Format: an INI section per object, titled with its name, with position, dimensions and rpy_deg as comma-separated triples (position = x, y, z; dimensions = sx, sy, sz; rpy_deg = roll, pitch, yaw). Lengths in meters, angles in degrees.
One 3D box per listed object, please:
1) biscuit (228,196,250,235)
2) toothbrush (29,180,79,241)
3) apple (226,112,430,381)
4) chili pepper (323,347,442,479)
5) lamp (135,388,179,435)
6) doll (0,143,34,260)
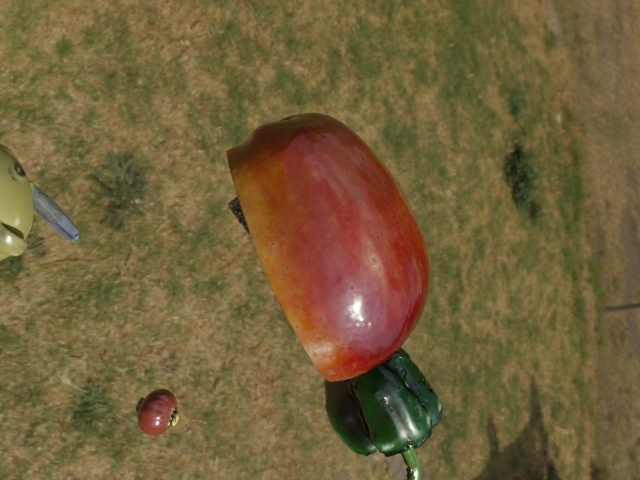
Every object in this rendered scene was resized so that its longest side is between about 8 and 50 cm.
[biscuit]
position = -0.036, -0.091, 1.235
dimensions = 0.237, 0.026, 0.131
rpy_deg = -36, 146, -4
[toothbrush]
position = -0.543, -0.110, 1.285
dimensions = 0.035, 0.413, 0.042
rpy_deg = -48, 151, -11
[apple]
position = 0.000, 0.000, 1.035
dimensions = 0.295, 0.329, 0.364
rpy_deg = -27, 96, -30
[chili pepper]
position = 0.116, 0.298, 1.214
dimensions = 0.261, 0.174, 0.165
rpy_deg = 61, 38, -12
[lamp]
position = -0.346, 0.364, 1.532
dimensions = 0.101, 0.090, 0.101
rpy_deg = 17, 90, -83
[doll]
position = -0.456, -0.057, 0.909
dimensions = 0.177, 0.261, 0.161
rpy_deg = 47, 74, -26
